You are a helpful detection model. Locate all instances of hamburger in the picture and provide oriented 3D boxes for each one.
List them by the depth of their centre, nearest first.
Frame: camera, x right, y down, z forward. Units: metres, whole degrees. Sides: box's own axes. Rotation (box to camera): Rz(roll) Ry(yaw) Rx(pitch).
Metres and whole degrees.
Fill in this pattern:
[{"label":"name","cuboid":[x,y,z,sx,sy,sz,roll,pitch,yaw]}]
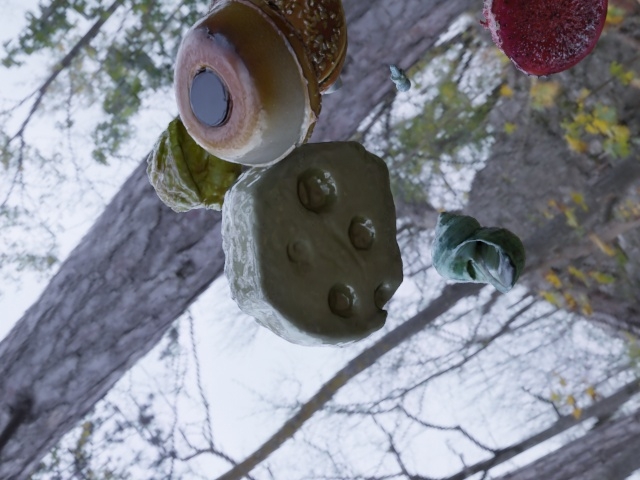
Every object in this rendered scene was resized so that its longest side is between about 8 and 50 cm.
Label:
[{"label":"hamburger","cuboid":[-0.096,-0.208,1.181,0.147,0.237,0.236,-25,-102,-42]},{"label":"hamburger","cuboid":[-0.083,-0.395,1.698,0.291,0.291,0.225,53,-172,1]}]

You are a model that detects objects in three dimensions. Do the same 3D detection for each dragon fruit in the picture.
[{"label":"dragon fruit","cuboid":[0.250,-0.278,1.050,0.153,0.153,0.111,35,-172,-29]}]

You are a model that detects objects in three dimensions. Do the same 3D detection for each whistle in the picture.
[{"label":"whistle","cuboid":[0.182,-0.372,2.052,0.100,0.035,0.035,46,-157,-55]}]

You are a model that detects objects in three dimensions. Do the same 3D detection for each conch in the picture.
[{"label":"conch","cuboid":[0.289,0.020,1.647,0.121,0.188,0.176,-66,-22,-14]}]

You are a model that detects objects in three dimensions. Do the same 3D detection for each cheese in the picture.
[{"label":"cheese","cuboid":[0.000,0.000,1.331,0.318,0.115,0.326,48,-119,-24]}]

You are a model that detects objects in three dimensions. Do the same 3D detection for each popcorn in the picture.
[{"label":"popcorn","cuboid":[-0.240,-0.142,1.710,0.198,0.155,0.197,8,-111,-22]}]

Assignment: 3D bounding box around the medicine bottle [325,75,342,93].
[{"label":"medicine bottle","cuboid":[-0.006,-0.491,2.285,0.059,0.059,0.230,-73,-33,-56]}]
